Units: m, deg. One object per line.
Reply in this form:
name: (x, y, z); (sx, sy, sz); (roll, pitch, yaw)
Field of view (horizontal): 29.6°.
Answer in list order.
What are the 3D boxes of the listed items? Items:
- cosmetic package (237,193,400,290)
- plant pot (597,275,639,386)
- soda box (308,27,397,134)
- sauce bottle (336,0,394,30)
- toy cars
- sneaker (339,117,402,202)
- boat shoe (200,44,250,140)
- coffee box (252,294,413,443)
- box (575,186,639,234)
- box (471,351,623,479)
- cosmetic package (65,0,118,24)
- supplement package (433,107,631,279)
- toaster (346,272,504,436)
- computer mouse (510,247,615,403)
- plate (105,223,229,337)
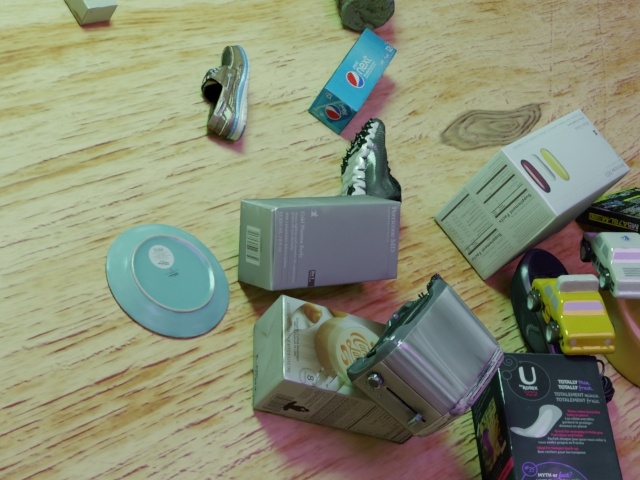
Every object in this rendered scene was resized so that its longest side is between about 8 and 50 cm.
cosmetic package: (0.000, 0.000, 1.799); (0.238, 0.107, 0.127); (-5, 101, -34)
plant pot: (0.631, 0.104, 2.090); (0.254, 0.239, 0.254); (19, 49, -23)
soda box: (0.058, -0.280, 2.111); (0.071, 0.067, 0.210); (36, 44, -5)
sauce bottle: (0.067, -0.555, 2.298); (0.111, 0.111, 0.344); (12, 53, -27)
toy cars: (0.443, 0.057, 1.925); (0.176, 0.087, 0.393); (21, 32, 27)
sneaker: (0.088, -0.097, 1.989); (0.106, 0.078, 0.234); (28, 49, -18)
boat shoe: (-0.153, -0.247, 1.941); (0.066, 0.066, 0.183); (14, 50, -24)
coffee box: (0.034, 0.185, 1.715); (0.246, 0.098, 0.141); (17, 50, -24)
box: (0.604, -0.050, 2.250); (0.190, 0.184, 0.045); (-15, 111, -41)
box: (0.327, 0.314, 1.760); (0.165, 0.143, 0.270); (4, 54, -10)
cosmetic package: (-0.378, -0.400, 1.922); (0.060, 0.041, 0.115); (-17, 68, -42)
supplement package: (0.363, -0.081, 2.071); (0.262, 0.204, 0.145); (-28, 76, -45)
toaster: (0.151, 0.160, 1.655); (0.146, 0.129, 0.227); (47, 43, -2)
computer mouse: (0.374, 0.149, 2.006); (0.188, 0.072, 0.272); (0, 70, -37)
plate: (-0.210, 0.050, 1.705); (0.188, 0.024, 0.188); (18, 50, -22)
